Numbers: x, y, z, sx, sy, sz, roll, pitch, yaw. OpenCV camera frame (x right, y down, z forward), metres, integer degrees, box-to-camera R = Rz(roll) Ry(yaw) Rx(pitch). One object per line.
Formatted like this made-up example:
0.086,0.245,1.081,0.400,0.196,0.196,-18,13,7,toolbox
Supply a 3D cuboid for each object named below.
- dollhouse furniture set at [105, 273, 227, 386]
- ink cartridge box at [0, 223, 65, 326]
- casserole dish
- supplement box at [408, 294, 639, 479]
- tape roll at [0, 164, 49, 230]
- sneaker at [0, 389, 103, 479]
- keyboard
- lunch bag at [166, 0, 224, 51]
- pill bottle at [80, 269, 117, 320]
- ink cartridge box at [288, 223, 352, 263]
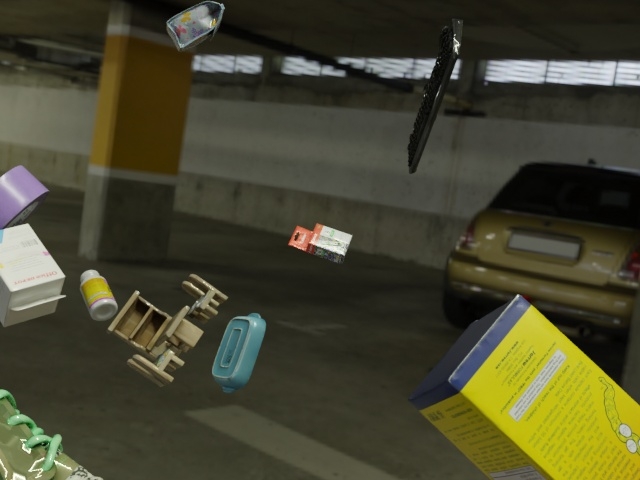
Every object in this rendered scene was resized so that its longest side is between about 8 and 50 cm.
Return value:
-0.344,0.179,1.721,0.161,0.212,0.242,36,-25,-9,dollhouse furniture set
-0.477,0.061,1.281,0.092,0.090,0.143,-17,57,-43,ink cartridge box
-0.186,0.244,1.800,0.114,0.188,0.037,-2,-26,47,casserole dish
0.351,0.292,1.278,0.356,0.195,0.194,44,-23,4,supplement box
-0.675,-0.067,1.724,0.080,0.189,0.189,44,-1,-9,tape roll
-0.311,0.229,0.808,0.182,0.410,0.158,-7,-20,-13,sneaker
0.227,-0.306,1.635,0.033,0.317,0.201,15,47,-1,keyboard
-0.174,-0.307,1.158,0.083,0.053,0.071,-32,13,-6,lunch bag
-0.352,0.084,1.275,0.043,0.043,0.083,4,37,-40,pill bottle
0.000,0.000,1.627,0.115,0.029,0.063,20,45,4,ink cartridge box
